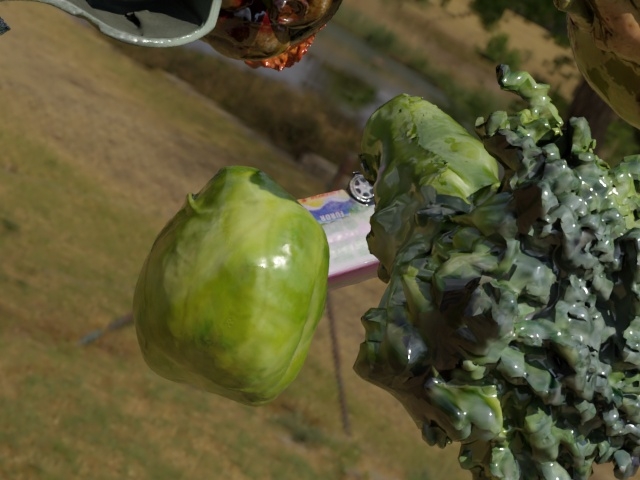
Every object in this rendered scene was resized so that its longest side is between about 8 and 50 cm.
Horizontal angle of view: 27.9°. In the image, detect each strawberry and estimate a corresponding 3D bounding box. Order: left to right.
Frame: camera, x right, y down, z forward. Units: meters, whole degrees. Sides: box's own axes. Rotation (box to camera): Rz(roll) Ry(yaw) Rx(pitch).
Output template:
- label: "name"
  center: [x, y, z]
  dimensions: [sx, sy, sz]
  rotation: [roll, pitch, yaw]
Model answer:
- label: "strawberry"
  center: [-0.047, -0.250, 1.478]
  dimensions: [0.104, 0.152, 0.048]
  rotation: [60, 28, -20]

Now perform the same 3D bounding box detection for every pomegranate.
- label: "pomegranate"
  center: [0.269, -0.164, 0.976]
  dimensions: [0.276, 0.204, 0.222]
  rotation: [-29, 47, -35]

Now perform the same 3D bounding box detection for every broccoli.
- label: "broccoli"
  center: [0.079, -0.005, 0.655]
  dimensions: [0.145, 0.165, 0.304]
  rotation: [31, 13, -24]

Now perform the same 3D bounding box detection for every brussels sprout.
- label: "brussels sprout"
  center: [-0.076, 0.036, 1.134]
  dimensions: [0.161, 0.223, 0.223]
  rotation: [7, 19, -22]

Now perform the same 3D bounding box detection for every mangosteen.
- label: "mangosteen"
  center: [-0.064, -0.275, 1.280]
  dimensions: [0.211, 0.211, 0.250]
  rotation: [23, 22, -25]

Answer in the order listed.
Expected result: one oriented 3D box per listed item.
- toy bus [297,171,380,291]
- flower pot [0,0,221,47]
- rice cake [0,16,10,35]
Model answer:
- label: "toy bus"
  center: [0.000, 0.000, 1.510]
  dimensions: [0.274, 0.090, 0.112]
  rotation: [-16, 71, -29]
- label: "flower pot"
  center: [-0.201, -0.243, 1.101]
  dimensions: [0.229, 0.103, 0.108]
  rotation: [11, 23, -37]
- label: "rice cake"
  center: [-0.382, -0.197, 1.202]
  dimensions: [0.208, 0.033, 0.033]
  rotation: [0, 20, 23]
